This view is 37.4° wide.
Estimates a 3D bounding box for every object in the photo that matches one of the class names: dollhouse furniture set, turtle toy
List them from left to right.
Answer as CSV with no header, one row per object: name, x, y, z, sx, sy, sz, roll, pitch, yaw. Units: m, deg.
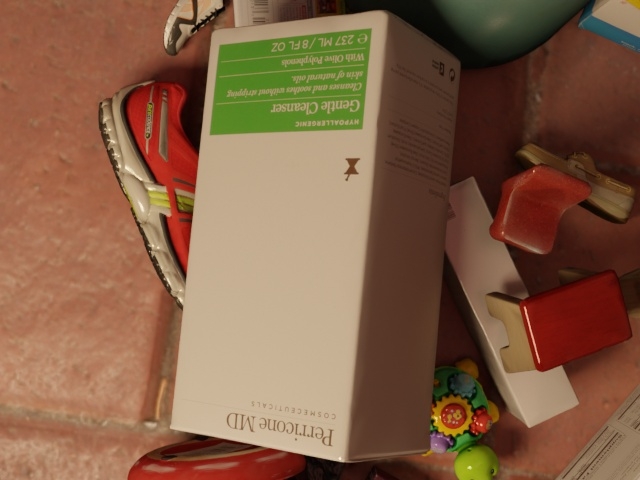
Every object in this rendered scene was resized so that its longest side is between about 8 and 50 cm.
turtle toy,0.136,0.184,0.950,0.095,0.066,0.130,-27,91,-1
dollhouse furniture set,0.330,-0.028,0.857,0.374,0.152,0.201,-17,91,-20

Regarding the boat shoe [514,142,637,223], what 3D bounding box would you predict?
boat shoe,0.261,-0.066,0.962,0.135,0.050,0.045,30,86,-11

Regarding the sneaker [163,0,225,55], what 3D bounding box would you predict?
sneaker,-0.122,-0.233,0.955,0.043,0.040,0.109,29,90,-3

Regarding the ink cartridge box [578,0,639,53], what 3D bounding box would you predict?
ink cartridge box,0.375,-0.267,0.868,0.168,0.232,0.171,23,90,-1

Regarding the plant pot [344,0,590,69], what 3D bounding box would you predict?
plant pot,0.162,-0.320,0.845,0.293,0.235,0.293,0,90,-10

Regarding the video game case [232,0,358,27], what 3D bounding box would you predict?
video game case,0.011,-0.299,0.953,0.206,0.026,0.227,-4,90,-8

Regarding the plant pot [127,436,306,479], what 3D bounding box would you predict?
plant pot,-0.089,0.279,0.886,0.191,0.191,0.174,-4,87,-1

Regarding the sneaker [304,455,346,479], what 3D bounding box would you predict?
sneaker,-0.006,0.166,0.954,0.089,0.051,0.170,-24,93,-4

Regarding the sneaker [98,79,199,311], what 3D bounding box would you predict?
sneaker,-0.121,-0.028,0.928,0.118,0.107,0.279,-23,93,-10

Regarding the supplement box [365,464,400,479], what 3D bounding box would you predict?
supplement box,0.058,0.281,0.960,0.055,0.043,0.083,30,89,0

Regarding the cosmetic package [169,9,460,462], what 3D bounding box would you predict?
cosmetic package,0.000,0.000,0.853,0.197,0.155,0.366,1,82,33

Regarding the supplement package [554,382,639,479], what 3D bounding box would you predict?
supplement package,0.402,0.221,0.917,0.204,0.145,0.262,41,90,-1

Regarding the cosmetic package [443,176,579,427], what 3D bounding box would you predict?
cosmetic package,0.169,0.057,0.935,0.060,0.099,0.239,-25,91,-3
